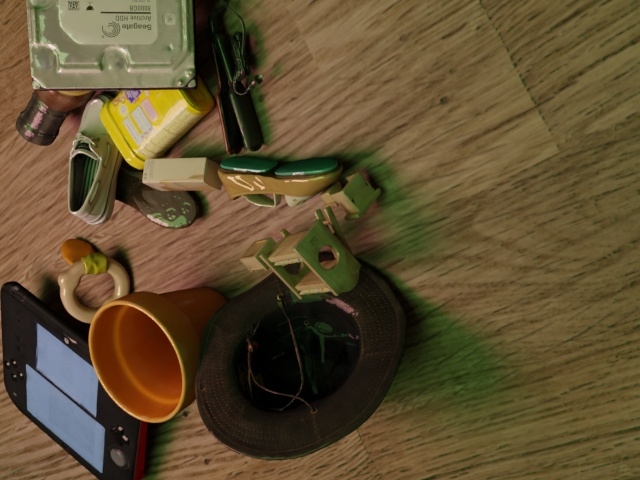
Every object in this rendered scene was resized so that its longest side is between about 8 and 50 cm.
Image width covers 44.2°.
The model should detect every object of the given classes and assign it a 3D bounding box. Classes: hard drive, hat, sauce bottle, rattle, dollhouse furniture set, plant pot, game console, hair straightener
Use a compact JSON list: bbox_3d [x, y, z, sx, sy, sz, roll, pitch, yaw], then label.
[{"bbox_3d":[-0.298,-0.385,1.123,0.236,0.064,0.339,-1,98,-6],"label":"hard drive"},{"bbox_3d":[-0.016,0.189,1.174,0.331,0.331,0.134,11,153,30],"label":"hat"},{"bbox_3d":[-0.394,-0.296,1.279,0.111,0.111,0.344,47,121,11],"label":"sauce bottle"},{"bbox_3d":[-0.418,0.109,1.471,0.142,0.130,0.200,8,137,42],"label":"rattle"},{"bbox_3d":[0.000,0.000,1.154,0.101,0.161,0.182,48,155,-17],"label":"dollhouse furniture set"},{"bbox_3d":[-0.240,0.165,1.298,0.205,0.188,0.205,12,112,30],"label":"plant pot"},{"bbox_3d":[-0.488,0.296,1.540,0.386,0.060,0.342,31,134,21],"label":"game console"},{"bbox_3d":[-0.117,-0.246,1.177,0.089,0.047,0.231,-2,100,33],"label":"hair straightener"}]

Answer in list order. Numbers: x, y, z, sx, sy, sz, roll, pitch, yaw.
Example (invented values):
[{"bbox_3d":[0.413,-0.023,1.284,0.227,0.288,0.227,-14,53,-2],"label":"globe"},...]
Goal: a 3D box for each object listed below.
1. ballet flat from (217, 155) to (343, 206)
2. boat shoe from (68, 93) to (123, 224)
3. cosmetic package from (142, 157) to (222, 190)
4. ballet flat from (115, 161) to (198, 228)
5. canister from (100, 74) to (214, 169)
[{"bbox_3d":[-0.055,-0.085,1.172,0.232,0.080,0.073,8,120,40],"label":"ballet flat"},{"bbox_3d":[-0.374,-0.142,1.306,0.083,0.076,0.227,-6,79,17],"label":"boat shoe"},{"bbox_3d":[-0.219,-0.105,1.257,0.115,0.060,0.041,1,80,24],"label":"cosmetic package"},{"bbox_3d":[-0.308,-0.083,1.347,0.249,0.058,0.084,21,85,20],"label":"ballet flat"},{"bbox_3d":[-0.261,-0.210,1.258,0.170,0.073,0.126,-34,86,35],"label":"canister"}]
